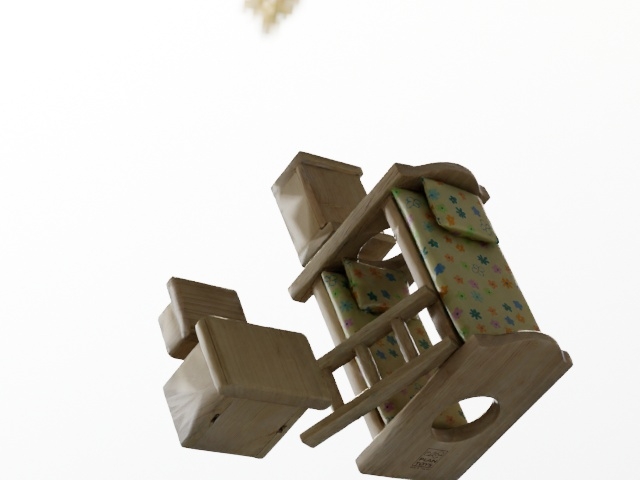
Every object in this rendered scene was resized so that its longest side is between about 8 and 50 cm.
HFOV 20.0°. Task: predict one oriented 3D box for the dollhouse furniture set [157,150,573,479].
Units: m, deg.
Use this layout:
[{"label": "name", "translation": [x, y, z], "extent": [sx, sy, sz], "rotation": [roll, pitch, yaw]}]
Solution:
[{"label": "dollhouse furniture set", "translation": [0.000, 0.000, 0.815], "extent": [0.161, 0.101, 0.182], "rotation": [13, -140, -38]}]
